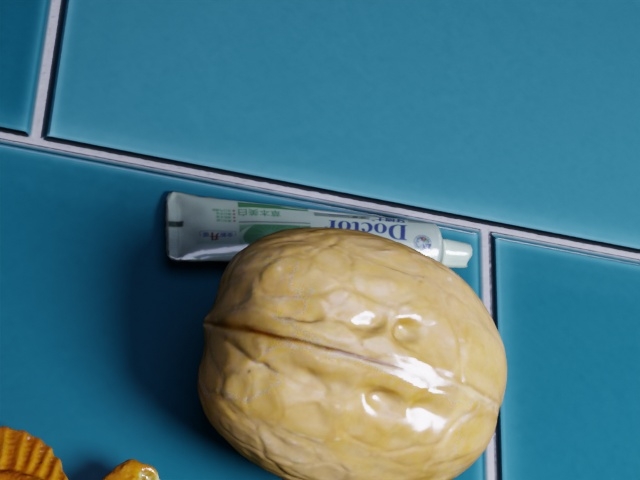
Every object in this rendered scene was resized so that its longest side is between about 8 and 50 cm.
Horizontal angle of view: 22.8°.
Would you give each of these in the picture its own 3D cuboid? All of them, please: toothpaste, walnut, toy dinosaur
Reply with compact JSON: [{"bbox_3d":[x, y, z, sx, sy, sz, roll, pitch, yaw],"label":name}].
[{"bbox_3d":[0.000,0.000,1.104,0.218,0.041,0.064,6,47,-13],"label":"toothpaste"},{"bbox_3d":[0.022,0.079,0.993,0.197,0.165,0.165,23,56,-2],"label":"walnut"},{"bbox_3d":[-0.199,0.153,0.932,0.212,0.057,0.142,30,54,-1],"label":"toy dinosaur"}]
